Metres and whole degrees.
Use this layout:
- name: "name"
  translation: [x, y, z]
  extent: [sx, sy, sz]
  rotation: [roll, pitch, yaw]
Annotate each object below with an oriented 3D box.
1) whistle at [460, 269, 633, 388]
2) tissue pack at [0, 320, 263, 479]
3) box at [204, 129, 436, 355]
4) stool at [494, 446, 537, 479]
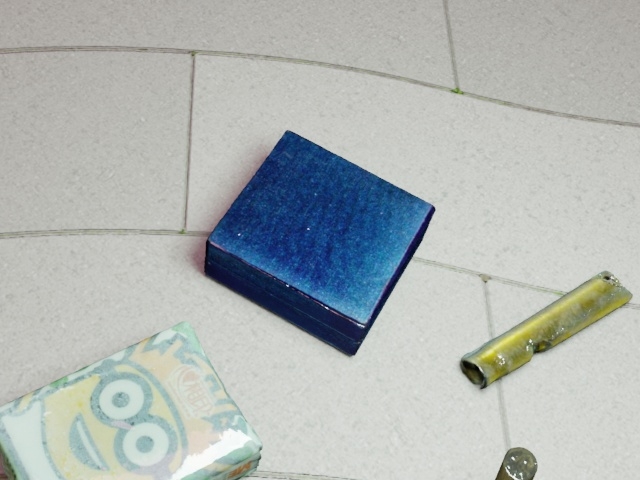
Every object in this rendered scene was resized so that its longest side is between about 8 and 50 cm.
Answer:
- name: "whistle"
  translation: [0.364, 0.137, 1.518]
  extent: [0.326, 0.057, 0.068]
  rotation: [-27, 65, -23]
- name: "tissue pack"
  translation: [-0.265, 0.278, 1.299]
  extent: [0.311, 0.128, 0.228]
  rotation: [-24, 64, -23]
- name: "box"
  translation: [0.000, 0.000, 1.516]
  extent: [0.279, 0.116, 0.261]
  rotation: [28, 57, 10]
- name: "stool"
  translation: [0.252, 0.427, 1.247]
  extent: [0.272, 0.178, 0.272]
  rotation: [4, 57, -6]
